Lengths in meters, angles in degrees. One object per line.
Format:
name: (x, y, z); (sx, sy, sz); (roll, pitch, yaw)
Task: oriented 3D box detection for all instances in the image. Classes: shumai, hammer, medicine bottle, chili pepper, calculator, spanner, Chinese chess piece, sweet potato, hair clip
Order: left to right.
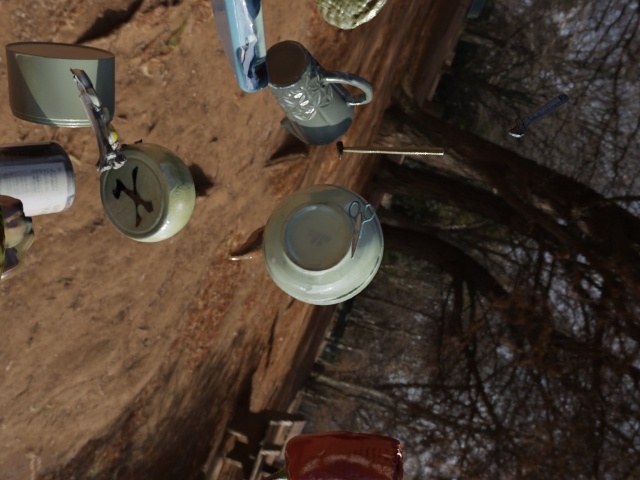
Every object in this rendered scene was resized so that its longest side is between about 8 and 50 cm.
medicine bottle: (-0.692, -0.126, 1.247); (0.274, 0.165, 0.165); (-13, 133, -42)
hair clip: (-0.390, -0.206, 1.003); (0.049, 0.172, 0.116); (-23, -173, -28)
Chinese chess piece: (-0.401, -0.111, 1.326); (0.092, 0.238, 0.237); (-24, 136, -61)
calculator: (-0.121, -0.339, 0.805); (0.293, 0.051, 0.172); (91, -22, -61)
sweet potato: (-0.173, -0.009, 1.712); (0.072, 0.066, 0.314); (-63, 173, 30)
chili pepper: (-0.007, 0.449, 1.164); (0.134, 0.339, 0.131); (38, 49, -75)
shumai: (0.119, -0.754, 1.573); (0.288, 0.292, 0.329); (-57, 159, -60)
hammer: (0.128, -0.165, 1.065); (0.062, 0.199, 0.013); (-87, 178, -58)
spanner: (0.539, -0.310, 1.427); (0.209, 0.046, 0.012); (-32, 160, -18)

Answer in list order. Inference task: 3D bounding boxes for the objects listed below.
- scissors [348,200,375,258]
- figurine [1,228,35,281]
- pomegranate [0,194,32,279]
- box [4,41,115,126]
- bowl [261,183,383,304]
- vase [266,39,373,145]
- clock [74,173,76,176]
scissors: (0.075, -0.021, 1.178); (0.014, 0.058, 0.119); (16, 86, -64)
figurine: (-0.575, 0.016, 0.880); (0.247, 0.177, 0.173); (-37, -162, -33)
pomegranate: (-0.409, 0.001, 0.538); (0.271, 0.254, 0.254); (-15, 127, -61)
box: (-0.589, -0.361, 1.325); (0.226, 0.226, 0.149); (-64, 165, -66)
bowl: (0.000, 0.000, 1.407); (0.163, 0.308, 0.306); (58, 52, -79)
vase: (-0.018, -0.324, 1.263); (0.301, 0.251, 0.156); (27, 57, -71)
clock: (-0.703, -0.143, 1.495); (0.041, 0.135, 0.101); (63, -38, 37)
